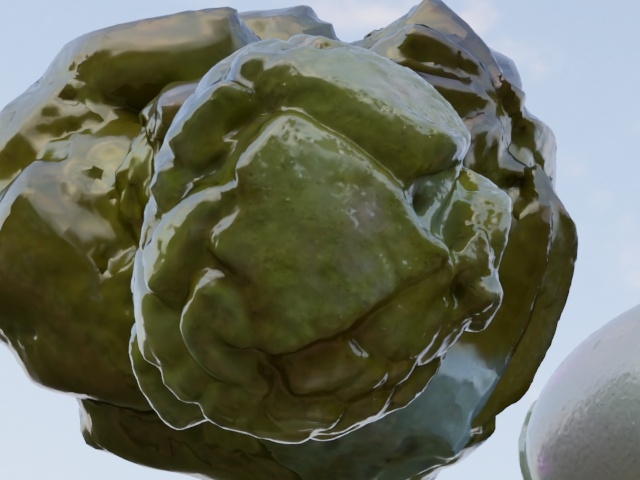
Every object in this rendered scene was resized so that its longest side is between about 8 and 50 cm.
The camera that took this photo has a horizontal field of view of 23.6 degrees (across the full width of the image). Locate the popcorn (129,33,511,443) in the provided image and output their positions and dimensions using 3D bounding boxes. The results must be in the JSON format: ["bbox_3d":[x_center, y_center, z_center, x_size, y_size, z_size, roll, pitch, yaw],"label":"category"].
[{"bbox_3d":[0.000,0.000,0.445,0.106,0.121,0.116,5,-58,1],"label":"popcorn"}]

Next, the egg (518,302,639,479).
[{"bbox_3d":[0.314,0.153,1.111,0.336,0.278,0.278,-1,-35,-6],"label":"egg"}]

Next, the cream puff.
[{"bbox_3d":[-0.011,-0.025,0.913,0.378,0.378,0.275,24,-62,-5],"label":"cream puff"}]
